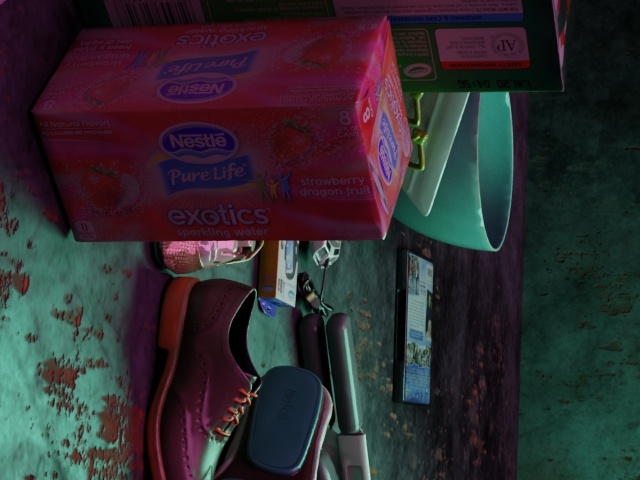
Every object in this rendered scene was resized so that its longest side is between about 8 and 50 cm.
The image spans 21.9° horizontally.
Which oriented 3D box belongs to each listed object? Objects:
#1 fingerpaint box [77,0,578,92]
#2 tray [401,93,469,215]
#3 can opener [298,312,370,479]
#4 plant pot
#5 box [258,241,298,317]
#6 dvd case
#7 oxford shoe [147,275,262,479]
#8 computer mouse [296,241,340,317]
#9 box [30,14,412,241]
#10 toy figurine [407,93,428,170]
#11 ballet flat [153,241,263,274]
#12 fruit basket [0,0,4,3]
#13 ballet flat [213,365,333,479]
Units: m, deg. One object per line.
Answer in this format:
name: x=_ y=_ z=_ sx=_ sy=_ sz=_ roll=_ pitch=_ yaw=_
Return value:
fingerpaint box: x=0.031 y=-0.317 z=1.607 sx=0.163 sy=0.444 sz=0.371 roll=74 pitch=22 yaw=-45
tray: x=0.131 y=-0.175 z=2.164 sx=0.145 sy=0.030 sz=0.270 roll=55 pitch=-38 yaw=39
can opener: x=0.015 y=0.239 z=2.193 sx=0.095 sy=0.076 sz=0.283 roll=-54 pitch=140 yaw=-64
plant pot: x=0.172 y=-0.129 z=2.505 sx=0.290 sy=0.195 sz=0.290 roll=0 pitch=90 yaw=-73
box: x=-0.051 y=0.026 z=2.055 sx=0.081 sy=0.028 sz=0.136 roll=32 pitch=58 yaw=-71
dvd case: x=0.155 y=0.147 z=2.753 sx=0.180 sy=0.022 sz=0.253 roll=23 pitch=69 yaw=-71
oxford shoe: x=-0.116 y=0.171 z=1.712 sx=0.097 sy=0.098 sz=0.271 roll=26 pitch=65 yaw=-71
computer mouse: x=0.000 y=0.000 z=2.208 sx=0.106 sy=0.042 sz=0.193 roll=40 pitch=57 yaw=-63
box: x=-0.082 y=-0.099 z=1.476 sx=0.142 sy=0.300 sz=0.154 roll=-70 pitch=155 yaw=-49
toy figurine: x=0.053 y=-0.287 z=2.148 sx=0.217 sy=0.191 sz=0.363 roll=-75 pitch=160 yaw=-53
ballet flat: x=-0.112 y=-0.003 z=1.781 sx=0.206 sy=0.067 sz=0.073 roll=-22 pitch=112 yaw=-72
fruit basket: x=-0.106 y=-0.346 z=1.347 sx=0.327 sy=0.165 sz=0.353 roll=-47 pitch=-174 yaw=47
ballet flat: x=-0.072 y=0.303 z=1.848 sx=0.400 sy=0.139 sz=0.139 roll=-67 pitch=152 yaw=-55
